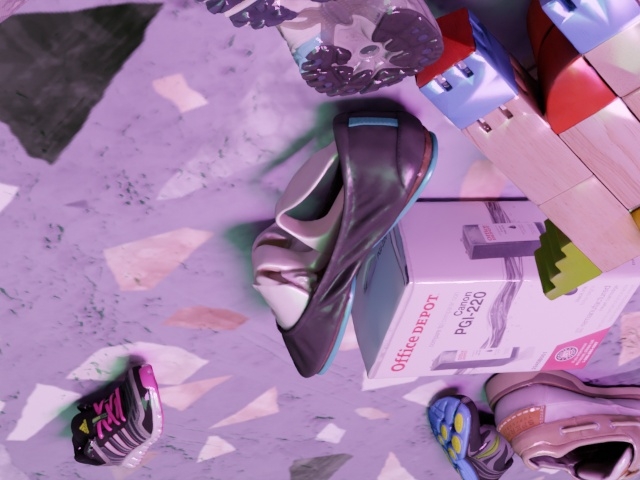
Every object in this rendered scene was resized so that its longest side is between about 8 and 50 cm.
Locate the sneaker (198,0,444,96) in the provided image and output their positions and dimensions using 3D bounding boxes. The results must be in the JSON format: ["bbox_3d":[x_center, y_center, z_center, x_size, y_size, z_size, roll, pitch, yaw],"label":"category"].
[{"bbox_3d":[-0.019,-0.181,0.709,0.110,0.122,0.283,-22,159,8],"label":"sneaker"}]

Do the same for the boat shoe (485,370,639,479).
[{"bbox_3d":[0.309,0.222,1.405,0.302,0.103,0.113,15,137,-32],"label":"boat shoe"}]

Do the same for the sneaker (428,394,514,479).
[{"bbox_3d":[0.172,0.215,1.405,0.078,0.067,0.188,-35,142,-5],"label":"sneaker"}]

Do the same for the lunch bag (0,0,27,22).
[{"bbox_3d":[-0.232,-0.176,0.610,0.305,0.212,0.256,-26,166,18],"label":"lunch bag"}]

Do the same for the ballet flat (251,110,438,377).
[{"bbox_3d":[0.000,0.000,1.032,0.096,0.095,0.280,13,128,-16],"label":"ballet flat"}]

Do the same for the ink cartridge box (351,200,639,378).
[{"bbox_3d":[0.150,0.044,1.125,0.218,0.092,0.158,0,143,-14],"label":"ink cartridge box"}]

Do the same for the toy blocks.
[{"bbox_3d":[0.240,-0.141,0.851,0.381,0.190,0.261,-31,129,25],"label":"toy blocks"}]

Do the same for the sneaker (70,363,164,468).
[{"bbox_3d":[-0.201,0.176,1.227,0.075,0.063,0.170,-2,149,-24],"label":"sneaker"}]
